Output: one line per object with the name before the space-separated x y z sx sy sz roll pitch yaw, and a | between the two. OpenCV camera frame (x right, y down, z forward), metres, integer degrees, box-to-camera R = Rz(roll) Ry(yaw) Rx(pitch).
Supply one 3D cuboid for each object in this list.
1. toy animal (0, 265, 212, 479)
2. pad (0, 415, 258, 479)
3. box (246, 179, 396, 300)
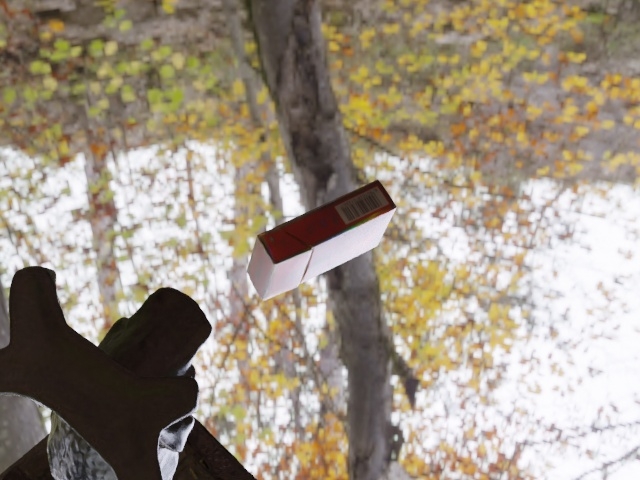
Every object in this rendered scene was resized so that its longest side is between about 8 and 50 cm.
toy animal | -0.117 0.091 0.677 0.121 0.210 0.117 28 -113 6
pad | -0.132 0.224 0.945 0.233 0.022 0.174 39 -117 15
box | 0.000 0.001 1.440 0.175 0.112 0.048 -26 -108 -21
